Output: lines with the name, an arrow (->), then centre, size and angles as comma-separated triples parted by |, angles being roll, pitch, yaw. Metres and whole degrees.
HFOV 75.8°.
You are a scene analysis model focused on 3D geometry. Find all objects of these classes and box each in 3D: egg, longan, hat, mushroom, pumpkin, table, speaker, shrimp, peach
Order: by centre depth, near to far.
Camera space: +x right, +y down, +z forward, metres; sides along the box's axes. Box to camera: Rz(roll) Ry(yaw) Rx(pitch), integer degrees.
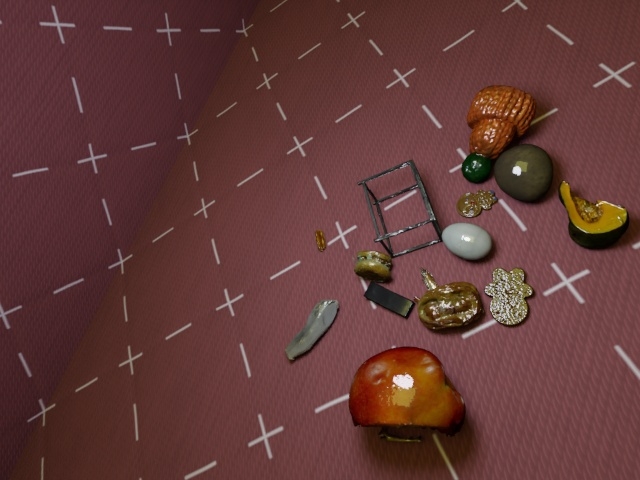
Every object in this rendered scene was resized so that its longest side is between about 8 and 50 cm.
peach -> 0.310, 0.552, 1.503 | 0.407, 0.335, 0.309 | -14, 54, 27
pumpkin -> 1.038, -0.112, 1.566 | 0.190, 0.139, 0.280 | -14, 64, 26
longan -> 0.848, -0.279, 1.711 | 0.247, 0.215, 0.245 | 0, 89, -8
egg -> 0.610, 0.001, 1.725 | 0.209, 0.151, 0.151 | 21, 78, 35
shrimp -> 0.449, 0.210, 1.780 | 0.124, 0.034, 0.178 | -34, 65, 12
hat -> 0.733, -0.468, 1.809 | 0.285, 0.285, 0.400 | 30, 86, 35
speaker -> 0.304, 0.261, 1.823 | 0.218, 0.044, 0.082 | 23, 78, 33
table -> 0.364, -0.135, 1.877 | 0.273, 0.222, 0.334 | -22, 58, 18
mushroom -> -0.039, 0.409, 1.900 | 0.109, 0.097, 0.351 | 36, 88, 36

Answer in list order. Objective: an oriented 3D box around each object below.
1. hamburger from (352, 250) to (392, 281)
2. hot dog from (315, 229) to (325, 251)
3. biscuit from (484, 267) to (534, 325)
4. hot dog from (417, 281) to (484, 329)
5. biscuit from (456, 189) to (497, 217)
hamburger -> 0.229, 0.118, 1.857 | 0.186, 0.177, 0.113 | 16, 75, -10
hot dog -> 0.000, 0.000, 2.116 | 0.049, 0.037, 0.121 | -12, 67, 9
biscuit -> 0.740, 0.219, 1.621 | 0.180, 0.039, 0.236 | 1, 68, 25
hot dog -> 0.515, 0.267, 1.661 | 0.259, 0.114, 0.174 | -20, 77, 17
biscuit -> 0.695, -0.170, 1.840 | 0.175, 0.026, 0.124 | -23, 59, 16
